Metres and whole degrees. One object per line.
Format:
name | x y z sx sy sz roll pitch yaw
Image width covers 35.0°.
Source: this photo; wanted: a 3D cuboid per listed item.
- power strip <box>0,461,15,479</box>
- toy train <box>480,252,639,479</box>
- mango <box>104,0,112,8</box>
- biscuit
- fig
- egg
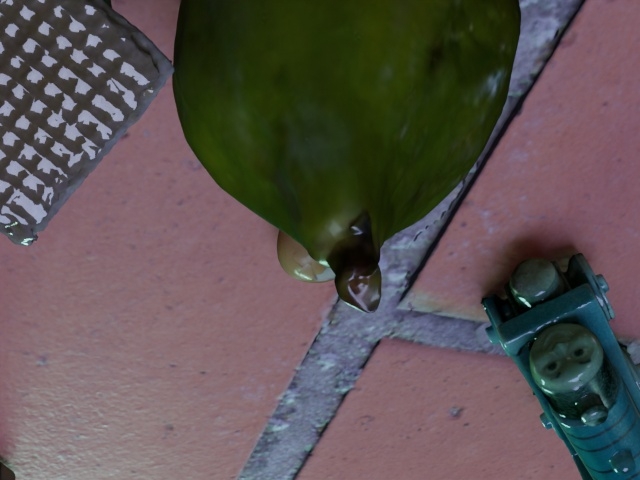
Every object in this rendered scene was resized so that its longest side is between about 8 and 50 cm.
power strip | -0.407 0.300 0.963 0.257 0.105 0.070 -27 132 10
toy train | 0.255 0.149 0.948 0.120 0.194 0.298 -27 131 11
mango | -0.240 -0.179 0.598 0.237 0.091 0.137 1 127 -19
biscuit | -0.272 -0.178 0.494 0.426 0.078 0.144 39 93 -18
fig | 0.027 -0.110 0.601 0.233 0.314 0.233 -2 103 -8
egg | 0.000 0.000 0.832 0.071 0.071 0.083 18 127 -28
